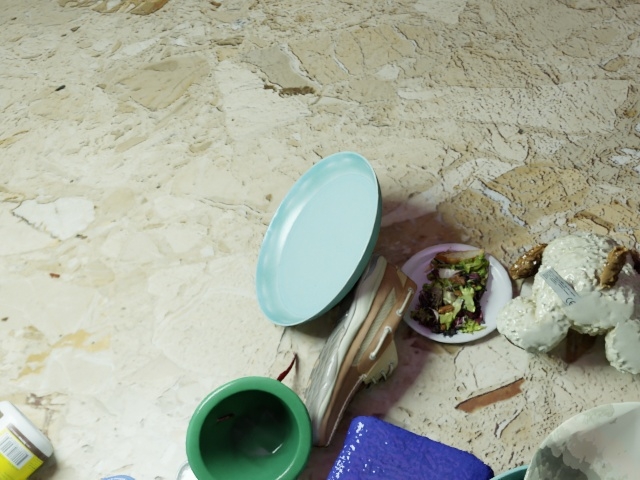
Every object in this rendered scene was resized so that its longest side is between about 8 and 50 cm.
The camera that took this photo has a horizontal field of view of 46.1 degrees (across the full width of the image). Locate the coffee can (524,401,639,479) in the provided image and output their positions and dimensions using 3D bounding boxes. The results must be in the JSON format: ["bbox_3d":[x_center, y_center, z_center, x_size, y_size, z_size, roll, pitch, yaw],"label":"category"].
[{"bbox_3d":[0.271,0.292,0.673,0.201,0.275,0.201,-5,53,6],"label":"coffee can"}]

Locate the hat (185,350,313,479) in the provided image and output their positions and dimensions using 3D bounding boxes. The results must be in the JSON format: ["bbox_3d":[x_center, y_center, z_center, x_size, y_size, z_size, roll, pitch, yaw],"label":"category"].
[{"bbox_3d":[-0.094,0.290,1.153,0.208,0.183,0.173,-26,83,-7],"label":"hat"}]

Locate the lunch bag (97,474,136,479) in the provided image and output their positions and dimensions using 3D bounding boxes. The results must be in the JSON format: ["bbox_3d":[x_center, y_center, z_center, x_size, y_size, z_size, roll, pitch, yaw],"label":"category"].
[{"bbox_3d":[-0.336,0.474,1.024,0.303,0.115,0.243,-22,52,2],"label":"lunch bag"}]

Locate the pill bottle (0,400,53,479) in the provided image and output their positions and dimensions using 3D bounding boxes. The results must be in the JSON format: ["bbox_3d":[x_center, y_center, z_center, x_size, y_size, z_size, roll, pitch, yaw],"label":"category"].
[{"bbox_3d":[-0.529,0.359,1.151,0.117,0.117,0.215,34,65,29],"label":"pill bottle"}]

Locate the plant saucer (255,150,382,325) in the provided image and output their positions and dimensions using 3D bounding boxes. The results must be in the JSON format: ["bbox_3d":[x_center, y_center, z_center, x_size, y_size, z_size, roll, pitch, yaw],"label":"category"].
[{"bbox_3d":[0.000,0.000,1.273,0.317,0.044,0.317,-36,41,38],"label":"plant saucer"}]

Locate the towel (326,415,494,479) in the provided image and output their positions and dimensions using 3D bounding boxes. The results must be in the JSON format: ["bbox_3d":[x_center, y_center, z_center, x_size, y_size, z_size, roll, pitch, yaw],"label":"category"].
[{"bbox_3d":[0.094,0.417,1.038,0.228,0.076,0.308,19,58,13],"label":"towel"}]

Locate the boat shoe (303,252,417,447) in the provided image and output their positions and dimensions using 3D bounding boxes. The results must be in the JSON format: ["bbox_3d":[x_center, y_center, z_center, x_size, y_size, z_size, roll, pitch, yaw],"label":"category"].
[{"bbox_3d":[0.068,0.177,1.184,0.116,0.123,0.324,26,72,-7],"label":"boat shoe"}]

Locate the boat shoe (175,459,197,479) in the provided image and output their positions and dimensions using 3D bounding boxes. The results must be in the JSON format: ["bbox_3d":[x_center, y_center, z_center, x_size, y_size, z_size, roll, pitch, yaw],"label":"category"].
[{"bbox_3d":[-0.138,0.435,1.037,0.118,0.103,0.320,-17,52,-4],"label":"boat shoe"}]

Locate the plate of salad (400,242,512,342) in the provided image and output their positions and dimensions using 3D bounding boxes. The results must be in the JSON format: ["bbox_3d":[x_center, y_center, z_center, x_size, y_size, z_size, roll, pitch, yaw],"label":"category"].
[{"bbox_3d":[0.223,0.080,1.273,0.200,0.048,0.200,-4,54,6],"label":"plate of salad"}]

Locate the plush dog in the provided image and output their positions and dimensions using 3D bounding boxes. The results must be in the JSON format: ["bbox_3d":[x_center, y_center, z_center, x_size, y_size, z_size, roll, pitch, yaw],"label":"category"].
[{"bbox_3d":[0.419,0.060,1.183,0.262,0.210,0.225,9,27,7],"label":"plush dog"}]

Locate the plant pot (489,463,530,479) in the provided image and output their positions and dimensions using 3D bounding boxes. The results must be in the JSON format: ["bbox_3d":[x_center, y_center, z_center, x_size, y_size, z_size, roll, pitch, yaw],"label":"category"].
[{"bbox_3d":[0.281,0.441,0.881,0.293,0.235,0.293,-4,54,6],"label":"plant pot"}]
